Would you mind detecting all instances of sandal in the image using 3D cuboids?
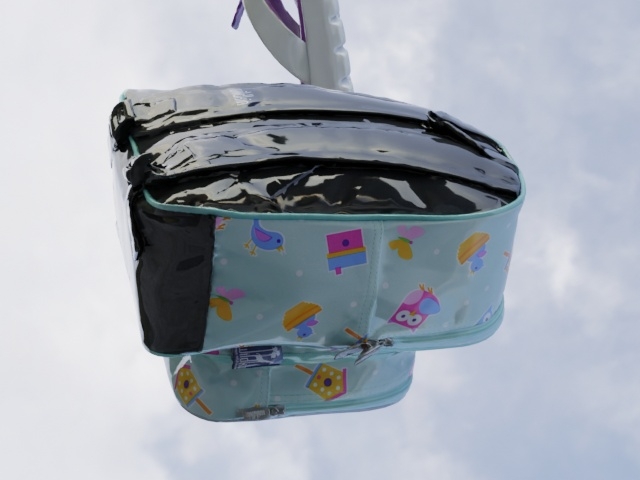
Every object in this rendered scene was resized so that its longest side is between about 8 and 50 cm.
[{"bbox_3d":[-0.032,-0.200,1.235,0.102,0.169,0.416,-10,-92,1],"label":"sandal"}]

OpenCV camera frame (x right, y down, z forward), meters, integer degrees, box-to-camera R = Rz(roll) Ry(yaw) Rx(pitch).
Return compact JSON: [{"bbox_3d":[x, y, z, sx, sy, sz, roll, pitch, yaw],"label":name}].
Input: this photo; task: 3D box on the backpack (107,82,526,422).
[{"bbox_3d":[0.000,0.000,0.650,0.166,0.188,0.144,-122,-152,-63],"label":"backpack"}]
